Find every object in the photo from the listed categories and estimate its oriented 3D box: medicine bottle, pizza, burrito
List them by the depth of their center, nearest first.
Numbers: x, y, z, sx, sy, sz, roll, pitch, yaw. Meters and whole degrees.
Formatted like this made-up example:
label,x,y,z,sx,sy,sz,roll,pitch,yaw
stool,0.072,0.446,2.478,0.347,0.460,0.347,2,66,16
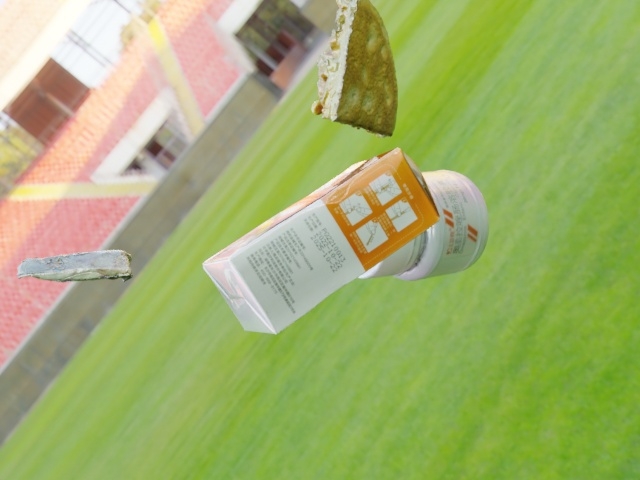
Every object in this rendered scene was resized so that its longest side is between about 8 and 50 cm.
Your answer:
label,x,y,z,sx,sy,sz,roll,pitch,yaw
burrito,-0.366,0.040,1.608,0.051,0.171,0.042,-91,-6,-54
pizza,0.089,-0.346,2.133,0.268,0.087,0.257,9,-86,-56
medicine bottle,0.196,-0.029,2.389,0.302,0.241,0.241,-8,-21,-36

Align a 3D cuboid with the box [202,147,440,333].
label,x,y,z,sx,sy,sz,roll,pitch,yaw
box,0.000,0.000,1.751,0.341,0.143,0.225,-35,7,-16
